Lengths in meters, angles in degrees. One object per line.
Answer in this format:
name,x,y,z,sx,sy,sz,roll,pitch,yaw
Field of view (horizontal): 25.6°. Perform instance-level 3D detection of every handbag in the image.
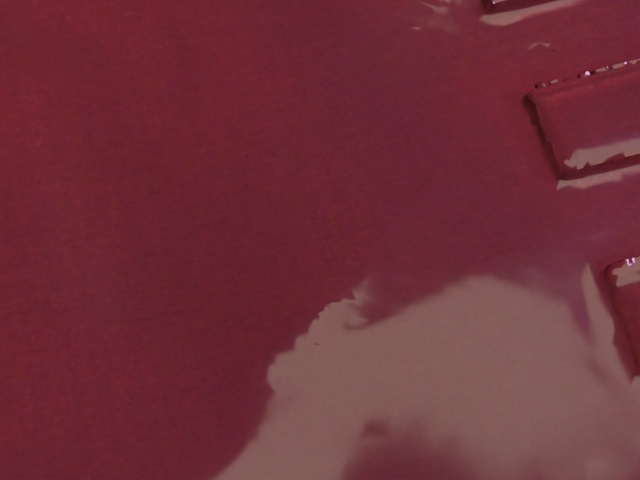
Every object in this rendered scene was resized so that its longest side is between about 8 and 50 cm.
handbag,0.000,0.001,0.396,0.275,0.084,0.260,-17,60,-4
